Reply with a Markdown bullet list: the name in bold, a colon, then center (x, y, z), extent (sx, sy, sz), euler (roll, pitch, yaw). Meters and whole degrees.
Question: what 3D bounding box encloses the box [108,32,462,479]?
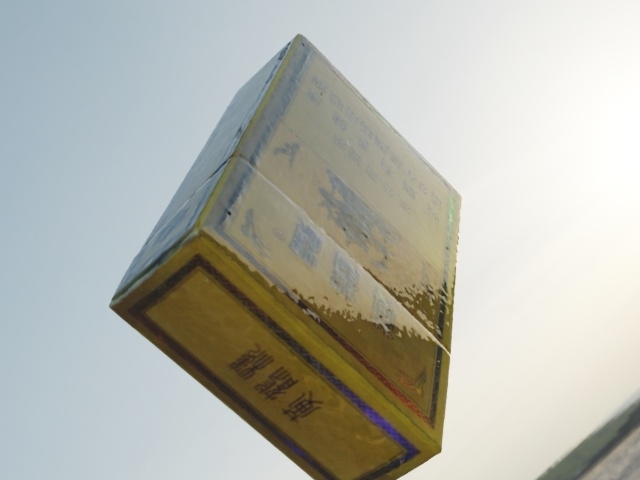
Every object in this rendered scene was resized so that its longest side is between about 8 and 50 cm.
- **box**: center (0.000, 0.000, 0.634), extent (0.084, 0.193, 0.301), euler (-39, 17, 28)
